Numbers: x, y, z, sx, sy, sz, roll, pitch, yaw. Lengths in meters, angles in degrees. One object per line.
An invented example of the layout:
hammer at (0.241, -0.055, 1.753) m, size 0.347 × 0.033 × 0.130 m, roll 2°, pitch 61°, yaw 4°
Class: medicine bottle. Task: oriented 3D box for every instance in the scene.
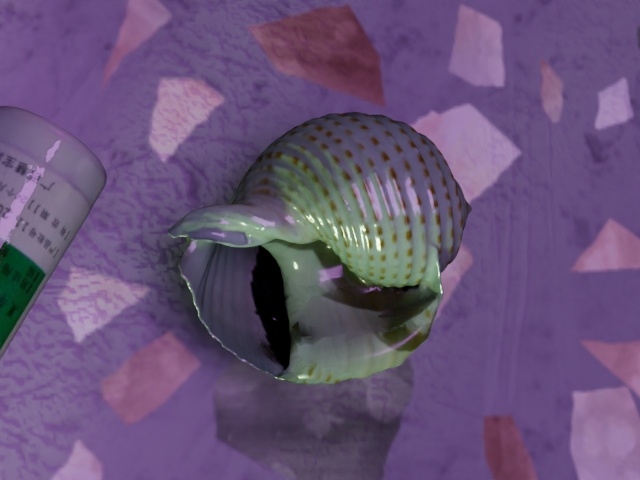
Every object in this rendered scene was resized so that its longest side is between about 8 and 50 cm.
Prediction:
medicine bottle at (-0.235, 0.043, 1.113) m, size 0.095 × 0.095 × 0.260 m, roll 33°, pitch 73°, yaw -16°

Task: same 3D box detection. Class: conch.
conch at (0.003, -0.004, 1.199) m, size 0.200 × 0.131 × 0.172 m, roll 1°, pitch 112°, yaw 4°
